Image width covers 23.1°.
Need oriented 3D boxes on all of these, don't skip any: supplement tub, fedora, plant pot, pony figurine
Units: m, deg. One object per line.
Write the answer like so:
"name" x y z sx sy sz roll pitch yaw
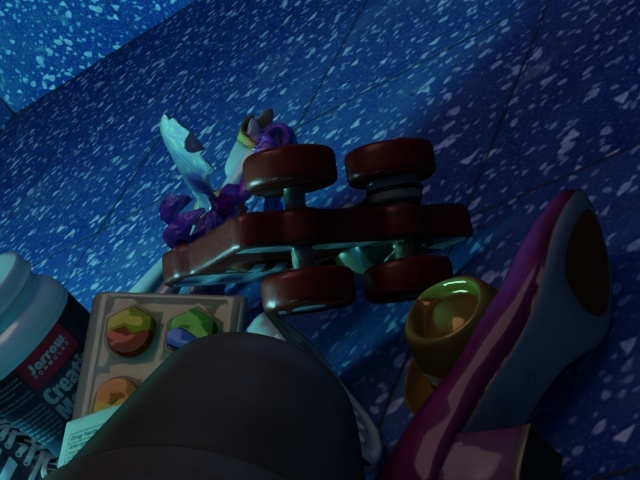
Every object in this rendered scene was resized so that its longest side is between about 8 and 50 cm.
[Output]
"supplement tub" -0.351 0.166 1.980 0.191 0.272 0.191 -35 22 17
"fedora" 0.139 0.089 1.544 0.194 0.079 0.194 -36 21 16
"plant pot" -0.086 0.235 1.310 0.323 0.323 0.280 -30 24 28
"pony figurine" -0.130 -0.014 2.017 0.363 0.302 0.351 -59 14 -3

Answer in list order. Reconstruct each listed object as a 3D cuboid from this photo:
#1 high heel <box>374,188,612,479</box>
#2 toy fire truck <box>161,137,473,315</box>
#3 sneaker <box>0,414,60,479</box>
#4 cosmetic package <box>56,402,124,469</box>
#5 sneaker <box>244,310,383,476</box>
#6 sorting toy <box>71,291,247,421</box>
"high heel" 0.148 0.103 1.424 0.181 0.127 0.377 -14 36 36
"toy fire truck" 0.000 0.000 1.749 0.302 0.169 0.254 -4 -9 -29
"sneaker" -0.356 0.252 1.850 0.153 0.282 0.099 -29 1 17
"cosmetic package" -0.186 0.317 1.478 0.160 0.113 0.310 -21 50 44
"sneaker" -0.074 0.228 1.613 0.236 0.130 0.323 -50 25 7
"sorting toy" -0.194 0.151 1.846 0.208 0.038 0.193 -1 68 18
